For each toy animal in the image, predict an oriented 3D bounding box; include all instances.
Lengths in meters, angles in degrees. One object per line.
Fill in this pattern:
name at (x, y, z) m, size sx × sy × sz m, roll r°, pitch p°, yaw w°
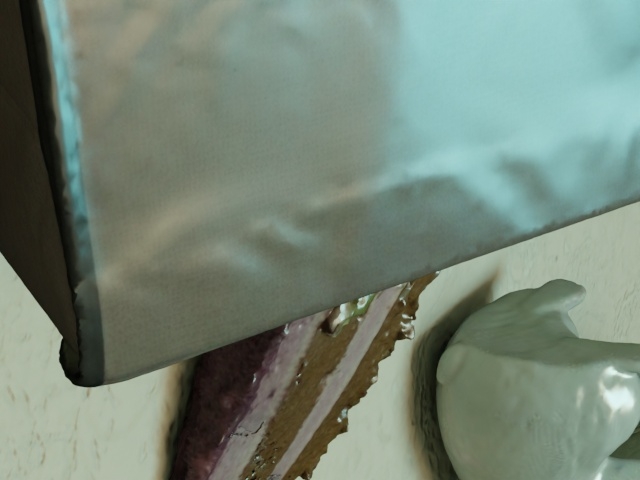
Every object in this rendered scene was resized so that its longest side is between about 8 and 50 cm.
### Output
toy animal at (0.161, 0.163, 1.046) m, size 0.138 × 0.140 × 0.282 m, roll -27°, pitch 123°, yaw -16°

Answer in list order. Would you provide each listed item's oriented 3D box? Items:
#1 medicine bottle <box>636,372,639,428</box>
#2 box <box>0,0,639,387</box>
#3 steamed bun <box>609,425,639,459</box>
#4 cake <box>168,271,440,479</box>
medicine bottle at (0.308, 0.172, 1.360) m, size 0.216 × 0.090 × 0.090 m, roll 37°, pitch 70°, yaw -58°
box at (-0.011, -0.090, 0.554) m, size 0.252 × 0.153 × 0.188 m, roll -19°, pitch 124°, yaw -26°
steamed bun at (0.272, 0.283, 1.189) m, size 0.247 × 0.236 × 0.384 m, roll -7°, pitch 120°, yaw -28°
cake at (0.000, 0.000, 0.782) m, size 0.116 × 0.112 × 0.295 m, roll 8°, pitch 107°, yaw -55°
